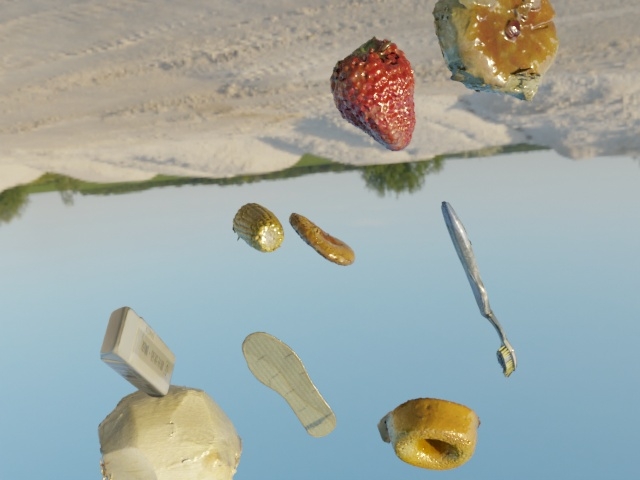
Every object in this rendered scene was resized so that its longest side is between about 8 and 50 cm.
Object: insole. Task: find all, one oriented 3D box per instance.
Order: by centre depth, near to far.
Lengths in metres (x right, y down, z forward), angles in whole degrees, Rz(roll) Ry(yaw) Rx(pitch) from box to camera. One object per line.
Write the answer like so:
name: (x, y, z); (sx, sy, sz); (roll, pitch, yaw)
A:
insole: (-0.075, 0.365, 1.734); (0.119, 0.348, 0.009); (-34, -163, 2)

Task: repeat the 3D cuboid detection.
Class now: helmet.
helmet: (0.282, 0.632, 2.317); (0.176, 0.107, 0.153); (21, 180, -2)

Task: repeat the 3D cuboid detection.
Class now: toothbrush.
toothbrush: (0.323, 0.102, 1.394); (0.042, 0.414, 0.035); (-36, -160, -32)

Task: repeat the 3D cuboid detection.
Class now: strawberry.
strawberry: (0.176, -0.430, 2.128); (0.267, 0.351, 0.312); (-16, -153, 27)

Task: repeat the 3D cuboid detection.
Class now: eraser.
eraser: (-0.332, 0.215, 1.266); (0.061, 0.089, 0.352); (5, 155, 7)

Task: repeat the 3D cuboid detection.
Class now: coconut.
coconut: (-0.381, 0.541, 1.780); (0.360, 0.347, 0.346); (-10, -173, -18)

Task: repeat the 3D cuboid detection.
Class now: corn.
corn: (-0.134, -0.027, 1.497); (0.091, 0.091, 0.260); (-4, -168, -15)

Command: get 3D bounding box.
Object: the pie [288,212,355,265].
pie: (0.000, -0.001, 2.175); (0.273, 0.069, 0.273); (33, -177, -2)

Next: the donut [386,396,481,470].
donut: (0.327, 0.571, 1.992); (0.277, 0.278, 0.109); (-4, -136, 8)

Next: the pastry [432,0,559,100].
pastry: (0.328, -0.384, 1.244); (0.256, 0.236, 0.120); (7, 179, -24)
